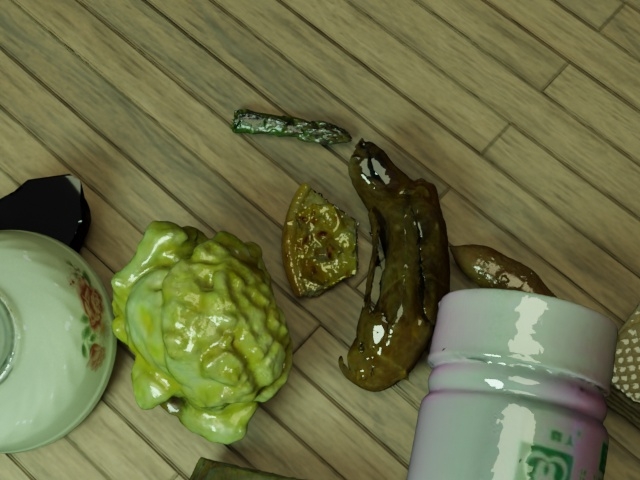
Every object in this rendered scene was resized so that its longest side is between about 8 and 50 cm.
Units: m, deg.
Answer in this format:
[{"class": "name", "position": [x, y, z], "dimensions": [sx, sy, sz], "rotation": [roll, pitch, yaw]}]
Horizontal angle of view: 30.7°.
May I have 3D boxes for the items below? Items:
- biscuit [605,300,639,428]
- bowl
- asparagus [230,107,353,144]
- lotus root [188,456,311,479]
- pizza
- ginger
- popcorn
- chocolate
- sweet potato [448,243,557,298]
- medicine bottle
[{"class": "biscuit", "position": [0.515, 0.237, 1.338], "dimensions": [0.426, 0.078, 0.144], "rotation": [38, 74, 16]}, {"class": "bowl", "position": [-0.390, 0.117, 1.363], "dimensions": [0.277, 0.145, 0.276], "rotation": [-1, 84, 6]}, {"class": "asparagus", "position": [-0.038, -0.148, 1.547], "dimensions": [0.165, 0.030, 0.036], "rotation": [11, 45, 9]}, {"class": "lotus root", "position": [-0.054, 0.321, 1.315], "dimensions": [0.235, 0.138, 0.118], "rotation": [13, 79, 2]}, {"class": "pizza", "position": [0.000, 0.000, 1.482], "dimensions": [0.099, 0.035, 0.160], "rotation": [2, 68, 3]}, {"class": "ginger", "position": [0.096, 0.031, 1.430], "dimensions": [0.133, 0.107, 0.309], "rotation": [-2, 69, 20]}, {"class": "popcorn", "position": [-0.139, 0.097, 1.347], "dimensions": [0.195, 0.254, 0.256], "rotation": [-20, 21, -34]}, {"class": "chocolate", "position": [-0.342, -0.010, 1.478], "dimensions": [0.149, 0.080, 0.125], "rotation": [-34, 81, 2]}, {"class": "sweet potato", "position": [0.247, 0.061, 1.433], "dimensions": [0.206, 0.068, 0.060], "rotation": [40, 110, 14]}, {"class": "medicine bottle", "position": [0.204, 0.236, 1.274], "dimensions": [0.212, 0.212, 0.325], "rotation": [10, 72, 7]}]
